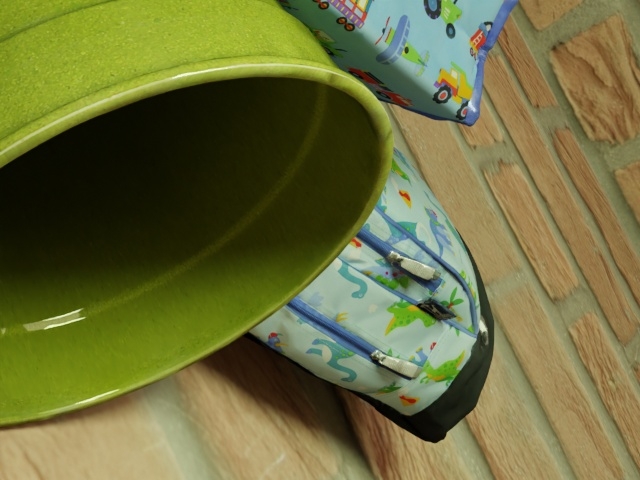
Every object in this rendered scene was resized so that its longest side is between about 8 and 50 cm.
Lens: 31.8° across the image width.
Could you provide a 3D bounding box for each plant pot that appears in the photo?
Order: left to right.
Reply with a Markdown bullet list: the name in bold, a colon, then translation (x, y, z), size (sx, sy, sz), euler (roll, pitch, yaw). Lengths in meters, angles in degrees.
- **plant pot**: translation (-0.196, -0.117, 0.781), size (0.366, 0.366, 0.353), euler (9, 44, -56)

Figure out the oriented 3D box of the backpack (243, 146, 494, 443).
- **backpack**: translation (0.000, 0.000, 1.070), size (0.355, 0.273, 0.290), euler (19, 33, -29)

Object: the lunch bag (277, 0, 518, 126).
- **lunch bag**: translation (-0.023, -0.207, 0.939), size (0.221, 0.293, 0.138), euler (32, 74, -43)
